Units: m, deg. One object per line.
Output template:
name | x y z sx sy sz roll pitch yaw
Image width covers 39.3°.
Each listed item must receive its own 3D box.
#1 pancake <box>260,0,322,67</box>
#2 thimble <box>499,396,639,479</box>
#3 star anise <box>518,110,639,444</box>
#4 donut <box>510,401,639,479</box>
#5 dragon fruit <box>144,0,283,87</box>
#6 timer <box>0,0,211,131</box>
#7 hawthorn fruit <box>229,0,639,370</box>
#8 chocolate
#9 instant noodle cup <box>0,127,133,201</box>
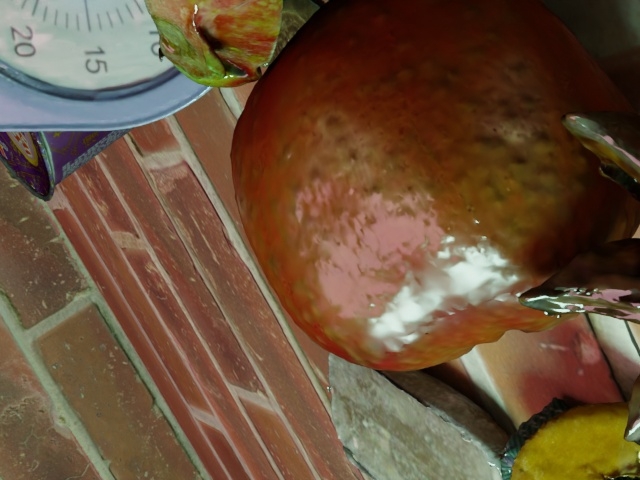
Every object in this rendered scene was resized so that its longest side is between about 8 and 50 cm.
pancake | -0.013 -0.175 0.922 0.190 0.020 0.184 14 133 58
thimble | 0.244 0.227 0.845 0.135 0.090 0.118 35 149 40
star anise | 0.246 0.004 0.451 0.088 0.288 0.288 -71 -40 -63
donut | 0.246 0.212 0.743 0.178 0.162 0.065 5 174 12
dragon fruit | -0.063 -0.229 0.517 0.295 0.130 0.268 83 180 -50
timer | -0.177 -0.275 0.716 0.173 0.395 0.395 -71 -42 -66
hawthorn fruit | 0.070 -0.057 0.617 0.299 0.275 0.275 63 160 22
chocolate | 0.127 0.233 1.071 0.303 0.100 0.185 30 135 42
instant noodle cup | -0.297 -0.256 1.060 0.340 0.266 0.340 44 155 27
